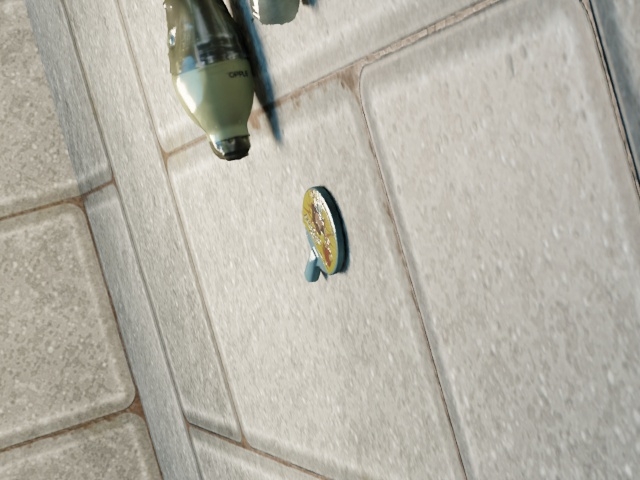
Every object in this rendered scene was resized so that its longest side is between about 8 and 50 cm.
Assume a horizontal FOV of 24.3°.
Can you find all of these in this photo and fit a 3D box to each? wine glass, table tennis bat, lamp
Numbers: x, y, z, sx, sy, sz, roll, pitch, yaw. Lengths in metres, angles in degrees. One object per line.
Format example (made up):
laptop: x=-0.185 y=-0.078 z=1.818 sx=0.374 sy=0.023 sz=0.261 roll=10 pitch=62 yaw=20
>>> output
wine glass: x=-0.049 y=-0.325 z=1.482 sx=0.262 sy=0.074 sz=0.074 roll=89 pitch=157 yaw=-45
table tennis bat: x=0.000 y=0.000 z=1.719 sx=0.155 sy=0.019 sz=0.100 roll=105 pitch=144 yaw=-57
lamp: x=-0.135 y=-0.217 z=1.805 sx=0.101 sy=0.101 sz=0.250 roll=173 pitch=83 yaw=-73
